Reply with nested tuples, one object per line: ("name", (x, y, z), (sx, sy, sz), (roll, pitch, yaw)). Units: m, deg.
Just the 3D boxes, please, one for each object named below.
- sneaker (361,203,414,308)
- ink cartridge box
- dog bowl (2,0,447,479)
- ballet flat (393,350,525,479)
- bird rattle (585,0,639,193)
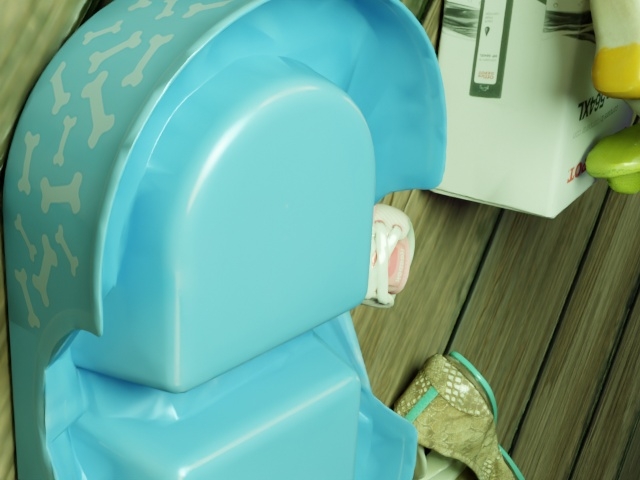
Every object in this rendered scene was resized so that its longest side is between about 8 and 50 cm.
("sneaker", (0.000, 0.000, 0.629), (0.134, 0.070, 0.051), (2, 104, -64))
("ink cartridge box", (0.134, -0.132, 0.818), (0.148, 0.086, 0.203), (-32, 132, -56))
("dog bowl", (-0.039, 0.041, 0.529), (0.166, 0.074, 0.297), (-24, 127, -42))
("ballet flat", (0.086, 0.136, 0.929), (0.067, 0.073, 0.206), (-40, 146, -7))
("bird rattle", (0.214, -0.139, 0.739), (0.207, 0.143, 0.253), (9, 93, -48))
